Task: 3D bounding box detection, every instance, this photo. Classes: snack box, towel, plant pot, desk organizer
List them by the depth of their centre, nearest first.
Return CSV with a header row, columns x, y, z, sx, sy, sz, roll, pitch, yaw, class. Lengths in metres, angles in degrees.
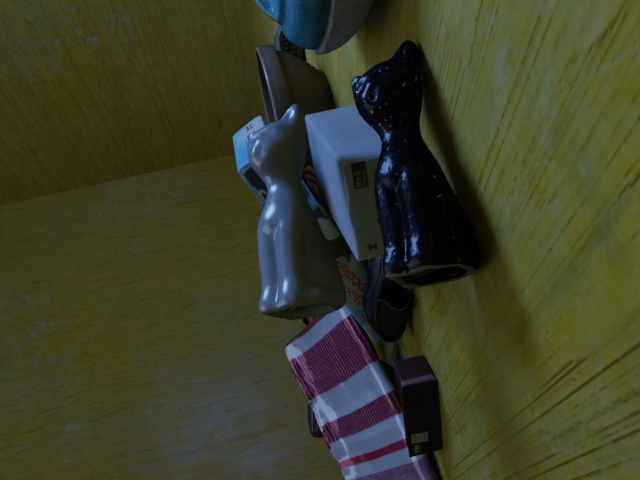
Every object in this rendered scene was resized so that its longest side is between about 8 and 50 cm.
x,y,z,sx,sy,sz,roll,pitch,yaw,class
0.128,0.220,0.782,0.050,0.047,0.130,-108,7,-61,desk organizer
-0.005,-0.019,0.848,0.322,0.060,0.187,52,-174,-25,snack box
0.054,0.279,0.965,0.237,0.037,0.329,-48,63,51,towel
-0.039,-0.236,1.056,0.237,0.109,0.238,166,90,-85,plant pot

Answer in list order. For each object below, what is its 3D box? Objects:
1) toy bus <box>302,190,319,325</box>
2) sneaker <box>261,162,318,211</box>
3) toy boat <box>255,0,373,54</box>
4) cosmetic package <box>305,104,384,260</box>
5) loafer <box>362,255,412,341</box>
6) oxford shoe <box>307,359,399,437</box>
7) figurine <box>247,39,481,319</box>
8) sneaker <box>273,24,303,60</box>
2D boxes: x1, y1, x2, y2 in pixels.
x,y,z,sx,sy,sz,roll,pitch,yaw,class
0.020,0.073,1.085,0.108,0.130,0.333,-113,11,-54,toy bus
-0.054,-0.111,1.182,0.321,0.124,0.180,64,-164,21,sneaker
-0.042,-0.352,0.604,0.267,0.148,0.319,-156,53,-83,toy boat
0.046,-0.081,0.707,0.231,0.085,0.118,-117,14,-62,cosmetic package
0.090,0.073,0.760,0.061,0.062,0.170,-119,15,-54,loafer
0.084,0.294,1.109,0.348,0.130,0.123,131,140,-59,oxford shoe
0.018,-0.049,0.539,0.092,0.214,0.210,14,-118,-54,figurine
-0.067,-0.371,1.249,0.086,0.064,0.192,-106,14,-52,sneaker
